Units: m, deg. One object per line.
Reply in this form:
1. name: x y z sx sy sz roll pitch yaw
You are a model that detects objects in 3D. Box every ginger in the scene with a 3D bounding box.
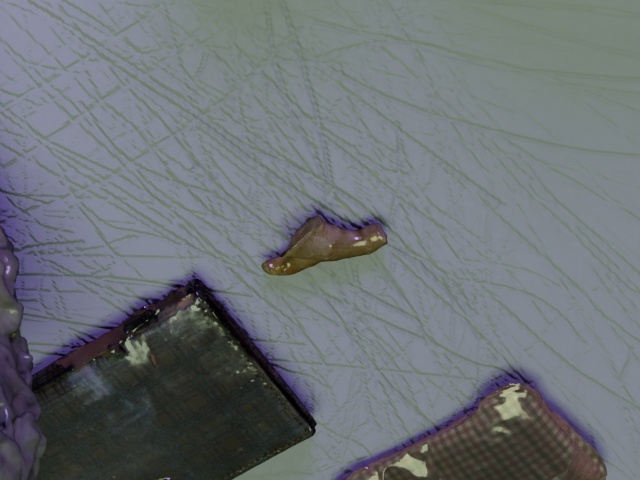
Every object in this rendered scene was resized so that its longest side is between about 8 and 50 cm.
1. ginger: -0.001 -0.001 1.342 0.097 0.030 0.048 -16 150 13

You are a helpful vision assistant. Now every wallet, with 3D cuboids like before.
1. wallet: -0.175 0.163 1.442 0.317 0.044 0.169 -31 114 17

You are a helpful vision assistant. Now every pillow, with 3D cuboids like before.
1. pillow: 0.116 0.199 1.471 0.211 0.034 0.135 -34 119 22

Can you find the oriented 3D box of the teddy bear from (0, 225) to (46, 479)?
1. teddy bear: -0.386 0.049 1.274 0.367 0.224 0.357 -12 104 10
